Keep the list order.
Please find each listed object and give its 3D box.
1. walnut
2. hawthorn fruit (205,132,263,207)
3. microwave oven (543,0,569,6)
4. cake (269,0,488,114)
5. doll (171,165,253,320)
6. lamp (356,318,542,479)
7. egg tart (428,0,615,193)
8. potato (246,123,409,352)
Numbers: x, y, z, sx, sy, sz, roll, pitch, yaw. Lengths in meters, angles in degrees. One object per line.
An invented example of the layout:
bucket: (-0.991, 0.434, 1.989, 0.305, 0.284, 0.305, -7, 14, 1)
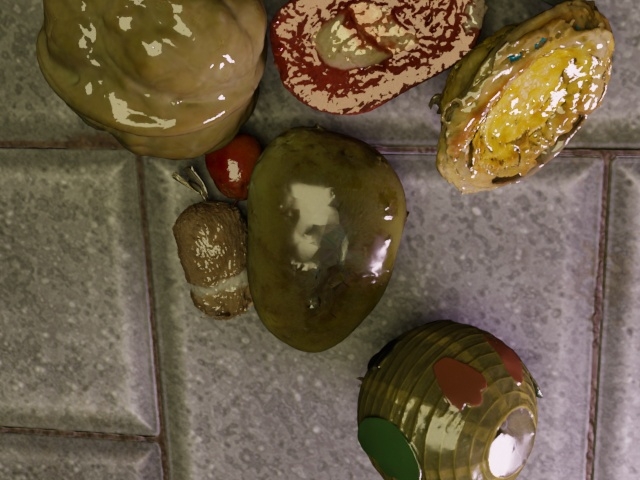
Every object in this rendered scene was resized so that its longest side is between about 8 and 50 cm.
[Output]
walnut: (-0.200, -0.242, 1.278, 0.277, 0.253, 0.282, 27, 123, 11)
hawthorn fruit: (-0.111, -0.094, 1.405, 0.081, 0.081, 0.093, -18, 84, 16)
microwave oven: (0.271, -0.433, 1.140, 0.181, 0.237, 0.295, 45, 112, 19)
cake: (0.078, -0.264, 1.282, 0.283, 0.151, 0.177, -32, 96, 14)
doll: (-0.145, 0.003, 1.440, 0.105, 0.115, 0.221, -8, 98, 13)
lamp: (0.153, 0.225, 1.399, 0.284, 0.250, 0.250, 15, 117, 49)
egg tart: (0.226, -0.178, 1.248, 0.291, 0.291, 0.107, -52, 59, 21)
potato: (0.000, 0.000, 1.369, 0.210, 0.173, 0.307, 7, 111, -8)
